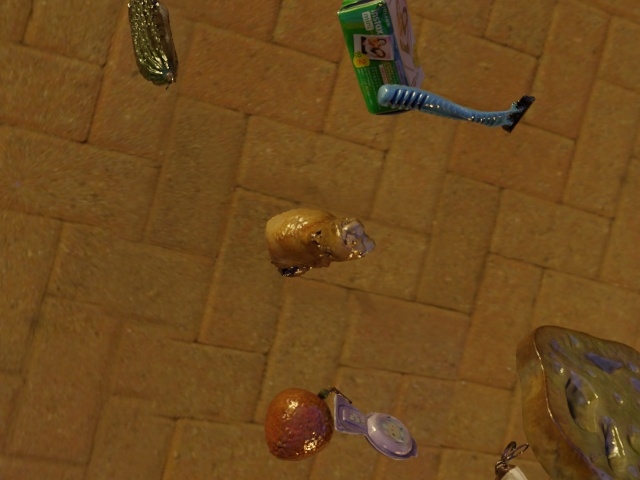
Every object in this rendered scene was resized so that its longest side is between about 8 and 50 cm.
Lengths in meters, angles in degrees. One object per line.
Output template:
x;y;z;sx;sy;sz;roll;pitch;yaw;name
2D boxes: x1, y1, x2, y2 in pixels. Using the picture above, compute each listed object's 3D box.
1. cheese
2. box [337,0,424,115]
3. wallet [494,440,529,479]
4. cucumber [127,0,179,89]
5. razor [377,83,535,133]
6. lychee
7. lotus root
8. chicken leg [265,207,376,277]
0.107;0.363;1.577;0.191;0.105;0.042;25;121;-18;cheese
0.128;-0.390;1.654;0.103;0.180;0.250;-8;122;22;box
0.353;0.514;1.383;0.068;0.335;0.275;-22;57;-19;wallet
-0.284;-0.332;1.401;0.077;0.265;0.077;-8;133;-9;cucumber
0.207;-0.205;1.275;0.253;0.082;0.042;7;53;-20;razor
-0.026;0.256;1.200;0.114;0.101;0.140;77;25;-45;lychee
0.519;0.318;1.544;0.375;0.111;0.390;44;41;11;lotus root
-0.002;-0.002;1.036;0.107;0.251;0.087;-29;99;-17;chicken leg
